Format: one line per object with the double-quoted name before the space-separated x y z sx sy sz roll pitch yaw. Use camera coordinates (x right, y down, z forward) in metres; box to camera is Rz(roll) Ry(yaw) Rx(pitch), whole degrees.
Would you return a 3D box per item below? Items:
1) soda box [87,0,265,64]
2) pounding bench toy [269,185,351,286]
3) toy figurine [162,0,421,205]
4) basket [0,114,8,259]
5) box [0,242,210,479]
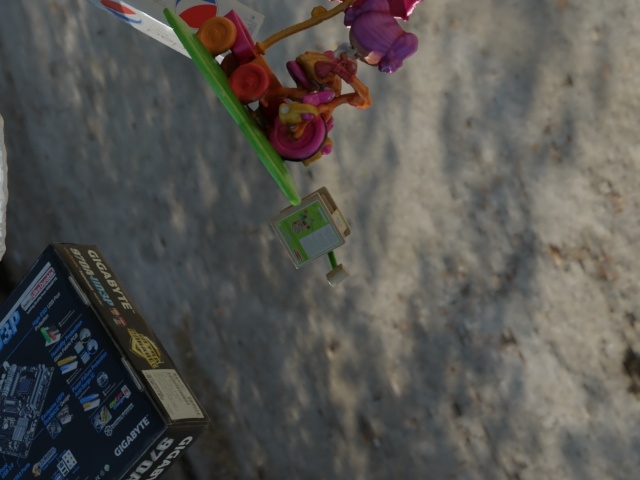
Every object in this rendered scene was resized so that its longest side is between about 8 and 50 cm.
"soda box" -0.178 -0.269 1.441 0.216 0.069 0.074 28 169 -14
"pounding bench toy" 0.000 0.000 1.187 0.083 0.052 0.065 60 -169 -4
"toy figurine" 0.003 -0.133 0.877 0.173 0.159 0.130 57 -178 28
"basket" -0.563 -0.042 1.446 0.266 0.331 0.328 40 149 11
"box" -0.203 0.138 0.943 0.220 0.051 0.175 -48 62 20
